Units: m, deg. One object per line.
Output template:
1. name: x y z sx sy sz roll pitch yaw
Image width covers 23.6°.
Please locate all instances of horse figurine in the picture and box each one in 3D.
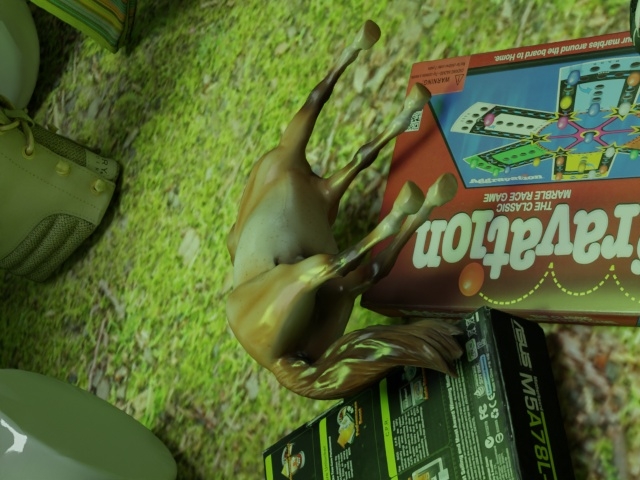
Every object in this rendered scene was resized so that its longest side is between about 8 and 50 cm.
1. horse figurine: 0.000 0.000 0.819 0.174 0.066 0.263 -49 29 24

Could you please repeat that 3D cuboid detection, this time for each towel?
1. towel: -0.170 -0.224 1.071 0.021 0.102 0.237 -59 -4 -29

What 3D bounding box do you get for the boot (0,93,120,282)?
1. boot: -0.229 -0.095 1.076 0.262 0.204 0.095 -59 29 21

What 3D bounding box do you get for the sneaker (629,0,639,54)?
1. sneaker: 0.193 -0.148 0.698 0.178 0.072 0.077 -55 8 -14

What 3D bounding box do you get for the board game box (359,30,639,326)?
1. board game box: 0.133 -0.030 0.748 0.281 0.027 0.145 -2 73 50

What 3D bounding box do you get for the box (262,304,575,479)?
1. box: 0.047 0.155 0.743 0.184 0.045 0.190 -40 45 39

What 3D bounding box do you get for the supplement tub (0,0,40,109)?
1. supplement tub: -0.380 -0.221 1.296 0.228 0.228 0.316 -51 43 22

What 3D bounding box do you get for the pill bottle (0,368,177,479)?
1. pill bottle: -0.207 0.229 0.927 0.162 0.162 0.278 39 104 52
